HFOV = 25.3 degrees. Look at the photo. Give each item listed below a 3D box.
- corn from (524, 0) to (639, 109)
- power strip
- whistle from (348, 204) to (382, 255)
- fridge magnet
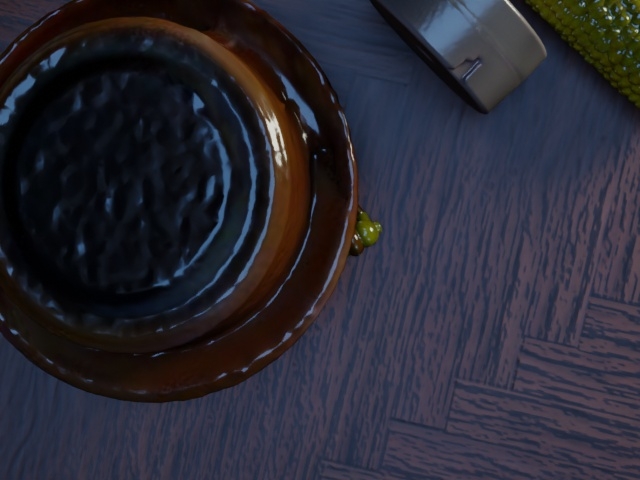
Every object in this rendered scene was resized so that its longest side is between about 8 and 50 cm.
[{"bbox_3d":[0.224,-0.227,1.226,0.310,0.101,0.101,44,92,2],"label":"corn"},{"bbox_3d":[0.114,-0.185,1.207,0.078,0.154,0.154,-45,90,5],"label":"power strip"},{"bbox_3d":[0.000,0.004,1.275,0.109,0.057,0.046,-31,135,-6],"label":"whistle"},{"bbox_3d":[-0.148,-0.043,1.207,0.363,0.155,0.363,0,88,11],"label":"fridge magnet"}]
